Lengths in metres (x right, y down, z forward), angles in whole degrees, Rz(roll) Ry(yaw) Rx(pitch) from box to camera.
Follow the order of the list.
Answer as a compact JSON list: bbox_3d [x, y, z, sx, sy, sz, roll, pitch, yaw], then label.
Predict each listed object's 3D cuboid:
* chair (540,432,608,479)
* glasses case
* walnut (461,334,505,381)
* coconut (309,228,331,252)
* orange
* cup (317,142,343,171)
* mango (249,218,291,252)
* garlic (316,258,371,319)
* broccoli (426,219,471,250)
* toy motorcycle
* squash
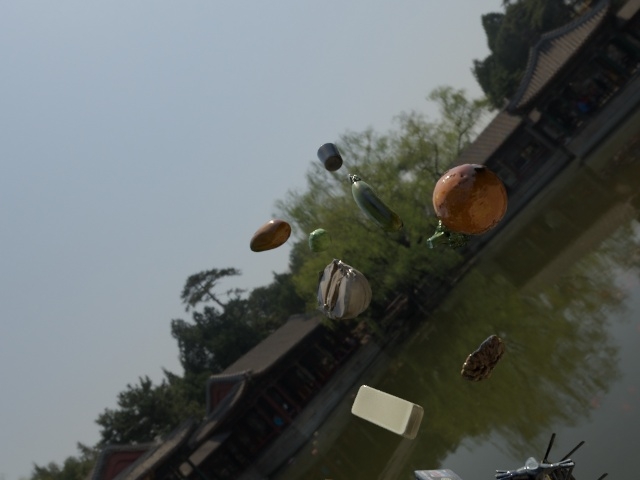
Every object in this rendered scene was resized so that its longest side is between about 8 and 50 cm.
[{"bbox_3d":[0.844,0.836,1.898,0.158,0.173,0.246,-99,29,-69],"label":"chair"},{"bbox_3d":[0.263,0.682,2.144,0.313,0.070,0.131,2,64,53],"label":"glasses case"},{"bbox_3d":[0.517,0.377,1.682,0.170,0.069,0.143,-53,-36,5],"label":"walnut"},{"bbox_3d":[0.000,0.000,2.031,0.096,0.087,0.087,-23,-23,-40],"label":"coconut"},{"bbox_3d":[0.503,-0.137,1.803,0.246,0.246,0.246,-45,-10,-10],"label":"orange"},{"bbox_3d":[0.041,-0.283,1.883,0.078,0.077,0.100,-34,-46,10],"label":"cup"},{"bbox_3d":[-0.184,-0.018,1.973,0.165,0.089,0.115,-24,41,22],"label":"mango"},{"bbox_3d":[0.086,0.160,1.681,0.229,0.143,0.177,-146,69,-67],"label":"garlic"},{"bbox_3d":[0.571,-0.018,2.414,0.194,0.194,0.220,-46,21,-4],"label":"broccoli"},{"bbox_3d":[0.374,0.555,1.088,0.125,0.359,0.212,165,106,-76],"label":"toy motorcycle"},{"bbox_3d":[0.193,-0.142,2.056,0.095,0.341,0.094,-25,-36,-19],"label":"squash"}]
